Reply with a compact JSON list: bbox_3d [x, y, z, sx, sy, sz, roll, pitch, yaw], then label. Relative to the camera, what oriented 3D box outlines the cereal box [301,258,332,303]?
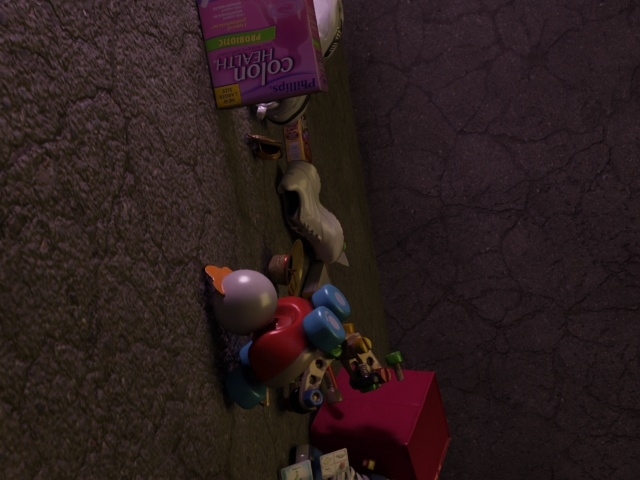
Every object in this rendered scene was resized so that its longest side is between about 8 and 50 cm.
[{"bbox_3d":[0.000,0.172,2.169,0.240,0.047,0.173,-72,151,-70],"label":"cereal box"}]

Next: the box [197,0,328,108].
[{"bbox_3d":[-0.114,-0.400,1.562,0.117,0.213,0.243,-49,130,-77],"label":"box"}]

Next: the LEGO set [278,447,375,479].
[{"bbox_3d":[0.033,0.539,1.638,0.244,0.060,0.183,-6,86,-39],"label":"LEGO set"}]

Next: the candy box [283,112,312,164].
[{"bbox_3d":[-0.067,-0.299,2.188,0.109,0.053,0.187,19,62,-78],"label":"candy box"}]

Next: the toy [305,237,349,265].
[{"bbox_3d":[0.000,0.000,2.250,0.237,0.056,0.137,21,48,-60],"label":"toy"}]

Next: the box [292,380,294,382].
[{"bbox_3d":[-0.091,0.237,1.573,0.178,0.042,0.109,57,21,-79],"label":"box"}]

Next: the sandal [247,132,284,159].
[{"bbox_3d":[-0.123,-0.205,1.800,0.180,0.072,0.049,46,58,-80],"label":"sandal"}]

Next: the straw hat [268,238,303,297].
[{"bbox_3d":[-0.084,0.066,1.760,0.144,0.061,0.145,6,90,-77],"label":"straw hat"}]

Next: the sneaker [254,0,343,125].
[{"bbox_3d":[-0.060,-0.438,1.819,0.210,0.137,0.366,-37,151,-73],"label":"sneaker"}]

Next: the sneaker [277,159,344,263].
[{"bbox_3d":[-0.037,-0.057,2.036,0.129,0.111,0.297,-52,123,-46],"label":"sneaker"}]

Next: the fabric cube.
[{"bbox_3d":[0.159,0.498,1.993,0.259,0.258,0.254,-56,139,-48],"label":"fabric cube"}]

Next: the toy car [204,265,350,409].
[{"bbox_3d":[-0.107,0.121,1.363,0.238,0.219,0.210,50,17,-9],"label":"toy car"}]

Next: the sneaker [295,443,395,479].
[{"bbox_3d":[0.084,0.555,1.777,0.130,0.236,0.323,-88,165,-46],"label":"sneaker"}]

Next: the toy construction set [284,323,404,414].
[{"bbox_3d":[0.010,0.252,1.783,0.309,0.257,0.237,118,-46,-73],"label":"toy construction set"}]

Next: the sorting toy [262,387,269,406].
[{"bbox_3d":[-0.116,0.282,1.543,0.062,0.012,0.083,61,22,-69],"label":"sorting toy"}]
